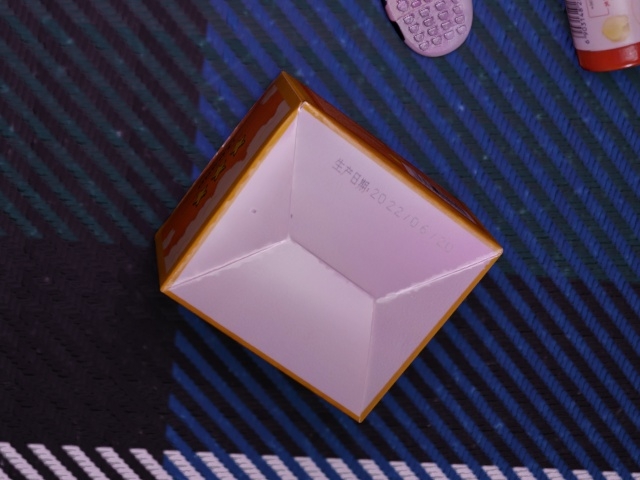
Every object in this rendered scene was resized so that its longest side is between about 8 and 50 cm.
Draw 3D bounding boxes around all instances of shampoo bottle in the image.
[{"bbox_3d":[0.317,-0.338,1.500,0.104,0.104,0.278,-18,109,-4],"label":"shampoo bottle"}]

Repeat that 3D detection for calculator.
[{"bbox_3d":[0.119,-0.292,1.525,0.103,0.024,0.166,-23,111,-1],"label":"calculator"}]

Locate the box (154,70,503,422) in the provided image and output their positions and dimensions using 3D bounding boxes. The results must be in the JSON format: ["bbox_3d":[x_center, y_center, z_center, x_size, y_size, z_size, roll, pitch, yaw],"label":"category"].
[{"bbox_3d":[0.000,0.000,1.495,0.283,0.214,0.259,36,101,-16],"label":"box"}]
